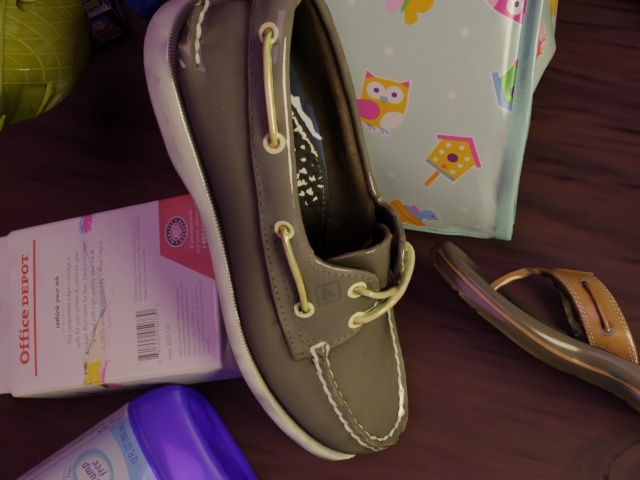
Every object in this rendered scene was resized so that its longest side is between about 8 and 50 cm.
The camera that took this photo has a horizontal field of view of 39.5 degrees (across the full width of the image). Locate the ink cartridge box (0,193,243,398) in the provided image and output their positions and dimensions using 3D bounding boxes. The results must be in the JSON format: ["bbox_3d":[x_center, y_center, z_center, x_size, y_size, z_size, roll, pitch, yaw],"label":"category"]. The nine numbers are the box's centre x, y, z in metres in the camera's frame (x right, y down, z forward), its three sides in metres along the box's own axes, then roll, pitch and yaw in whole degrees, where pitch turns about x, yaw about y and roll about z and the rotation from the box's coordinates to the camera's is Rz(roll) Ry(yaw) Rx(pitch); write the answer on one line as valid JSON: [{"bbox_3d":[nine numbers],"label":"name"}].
[{"bbox_3d":[-0.144,0.044,0.606,0.198,0.067,0.115,-10,75,19],"label":"ink cartridge box"}]

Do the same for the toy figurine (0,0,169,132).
[{"bbox_3d":[-0.110,-0.243,0.610,0.217,0.191,0.363,7,62,-30],"label":"toy figurine"}]

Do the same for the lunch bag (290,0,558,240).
[{"bbox_3d":[0.037,-0.133,0.574,0.223,0.160,0.262,9,113,12],"label":"lunch bag"}]

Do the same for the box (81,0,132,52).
[{"bbox_3d":[-0.285,-0.188,0.708,0.233,0.044,0.159,-24,74,4],"label":"box"}]

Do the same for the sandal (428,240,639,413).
[{"bbox_3d":[0.167,0.055,0.542,0.219,0.090,0.060,32,95,12],"label":"sandal"}]

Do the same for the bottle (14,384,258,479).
[{"bbox_3d":[-0.175,0.210,0.569,0.283,0.092,0.118,-34,75,1],"label":"bottle"}]

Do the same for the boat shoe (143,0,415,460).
[{"bbox_3d":[-0.002,0.002,0.512,0.091,0.109,0.305,-4,115,35],"label":"boat shoe"}]
